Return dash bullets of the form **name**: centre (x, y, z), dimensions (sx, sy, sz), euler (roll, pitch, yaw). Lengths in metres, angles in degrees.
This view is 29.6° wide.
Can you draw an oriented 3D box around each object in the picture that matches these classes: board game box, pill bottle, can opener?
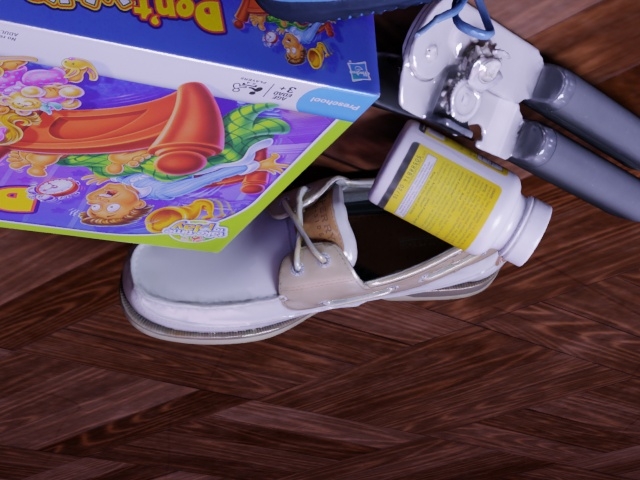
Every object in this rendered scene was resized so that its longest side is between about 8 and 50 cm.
- **board game box**: centre (-0.175, -0.089, 0.687), dimensions (0.347, 0.078, 0.233), euler (7, 154, -26)
- **pill bottle**: centre (0.097, -0.030, 0.834), dimensions (0.116, 0.065, 0.065), euler (28, 153, 0)
- **can opener**: centre (0.134, -0.083, 0.789), dimensions (0.280, 0.074, 0.093), euler (20, -178, -41)

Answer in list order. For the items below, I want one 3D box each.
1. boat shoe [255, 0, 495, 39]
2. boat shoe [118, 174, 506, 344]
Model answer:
- **boat shoe**: centre (0.090, -0.147, 0.567), dimensions (0.258, 0.109, 0.089), euler (-10, 160, 19)
- **boat shoe**: centre (0.000, 0.000, 0.901), dimensions (0.302, 0.113, 0.103), euler (-10, 157, -13)
